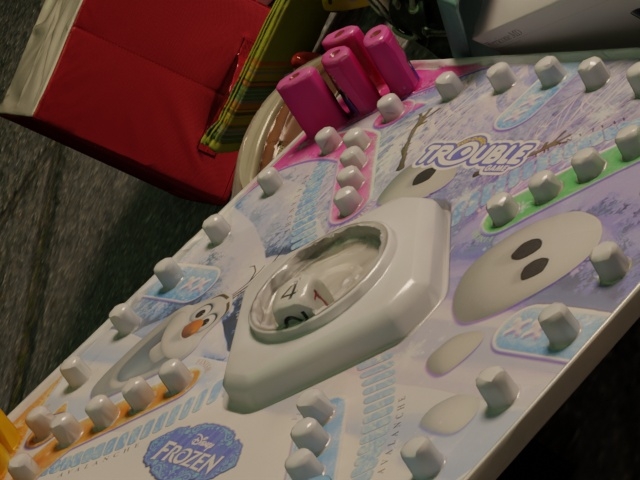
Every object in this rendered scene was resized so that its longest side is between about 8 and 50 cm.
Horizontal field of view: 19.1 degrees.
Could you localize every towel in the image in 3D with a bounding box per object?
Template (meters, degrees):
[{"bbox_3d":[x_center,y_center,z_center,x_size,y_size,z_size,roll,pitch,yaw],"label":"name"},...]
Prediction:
[{"bbox_3d":[-0.023,-0.180,1.577,0.237,0.021,0.102,-63,-17,15],"label":"towel"}]

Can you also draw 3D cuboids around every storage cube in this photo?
[{"bbox_3d":[-0.162,-0.155,1.739,0.183,0.193,0.215,-67,21,-3],"label":"storage cube"}]

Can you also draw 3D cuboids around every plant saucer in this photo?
[{"bbox_3d":[0.096,-0.121,1.129,0.192,0.018,0.067,63,-139,-65],"label":"plant saucer"}]

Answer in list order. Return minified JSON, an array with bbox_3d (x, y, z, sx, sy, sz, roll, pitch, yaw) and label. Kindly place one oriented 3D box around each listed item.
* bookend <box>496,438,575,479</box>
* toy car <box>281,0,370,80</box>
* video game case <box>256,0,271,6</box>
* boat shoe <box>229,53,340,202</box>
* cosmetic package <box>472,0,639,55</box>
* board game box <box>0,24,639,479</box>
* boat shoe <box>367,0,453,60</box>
[{"bbox_3d":[0.027,0.105,1.011,0.072,0.157,0.156,-65,20,1],"label":"bookend"},{"bbox_3d":[0.002,-0.190,1.415,0.225,0.053,0.239,63,-143,-56],"label":"toy car"},{"bbox_3d":[-0.009,-0.329,1.801,0.201,0.023,0.183,-39,33,50],"label":"video game case"},{"bbox_3d":[0.000,0.000,1.299,0.116,0.123,0.324,0,52,32],"label":"boat shoe"},{"bbox_3d":[0.180,-0.133,0.980,0.239,0.099,0.060,-17,51,65],"label":"cosmetic package"},{"bbox_3d":[0.000,0.018,0.915,0.390,0.050,0.390,-45,24,-22],"label":"board game box"},{"bbox_3d":[0.079,-0.166,1.316,0.078,0.070,0.219,-65,20,4],"label":"boat shoe"}]
